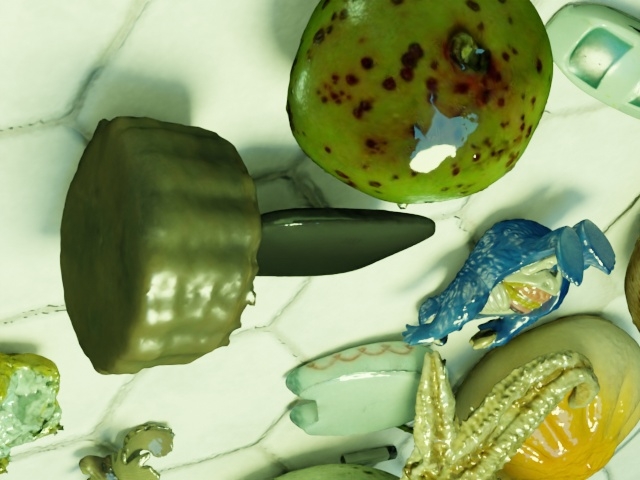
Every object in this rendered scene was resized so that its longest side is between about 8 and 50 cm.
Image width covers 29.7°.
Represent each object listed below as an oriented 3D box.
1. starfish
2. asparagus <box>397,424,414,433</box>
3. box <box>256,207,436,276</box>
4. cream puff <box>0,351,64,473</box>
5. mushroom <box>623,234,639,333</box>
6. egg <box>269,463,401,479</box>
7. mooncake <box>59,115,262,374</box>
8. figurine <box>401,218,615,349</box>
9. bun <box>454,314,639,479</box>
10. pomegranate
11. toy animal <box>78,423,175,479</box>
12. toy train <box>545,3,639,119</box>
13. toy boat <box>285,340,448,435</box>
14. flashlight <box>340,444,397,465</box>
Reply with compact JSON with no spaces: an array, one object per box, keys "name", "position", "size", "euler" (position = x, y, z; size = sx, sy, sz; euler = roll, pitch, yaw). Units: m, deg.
[{"name":"starfish","position":[0.208,0.342,1.504],"size":[0.324,0.432,0.082],"euler":[8,176,-19]},{"name":"asparagus","position":[0.111,0.260,1.690],"size":[0.166,0.013,0.016],"euler":[29,75,-49]},{"name":"box","position":[0.000,0.000,1.223],"size":[0.213,0.042,0.201],"euler":[0,166,-27]},{"name":"cream puff","position":[-0.340,0.168,1.238],"size":[0.121,0.156,0.156],"euler":[5,158,33]},{"name":"mushroom","position":[0.570,0.081,1.463],"size":[0.331,0.356,0.334],"euler":[0,138,-33]},{"name":"egg","position":[-0.005,0.453,1.622],"size":[0.379,0.287,0.287],"euler":[-22,143,-7]},{"name":"mooncake","position":[-0.143,0.006,1.066],"size":[0.124,0.228,0.228],"euler":[0,136,-32]},{"name":"figurine","position":[0.211,0.048,1.426],"size":[0.262,0.120,0.164],"euler":[-28,158,23]},{"name":"bun","position":[0.336,0.251,1.690],"size":[0.299,0.164,0.299],"euler":[-15,142,-12]},{"name":"pomegranate","position":[0.072,-0.114,1.067],"size":[0.231,0.231,0.286],"euler":[-7,150,-24]},{"name":"toy animal","position":[-0.246,0.307,1.485],"size":[0.186,0.093,0.214],"euler":[-24,151,4]},{"name":"toy train","position":[0.394,-0.156,1.300],"size":[0.407,0.088,0.086],"euler":[12,129,-39]},{"name":"toy boat","position":[0.058,0.179,1.529],"size":[0.208,0.079,0.134],"euler":[-11,134,-3]},{"name":"flashlight","position":[0.069,0.307,1.717],"size":[0.083,0.018,0.018],"euler":[-6,143,-25]}]
